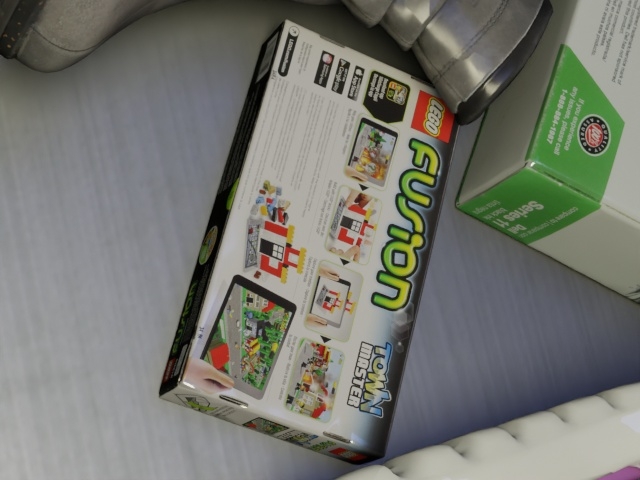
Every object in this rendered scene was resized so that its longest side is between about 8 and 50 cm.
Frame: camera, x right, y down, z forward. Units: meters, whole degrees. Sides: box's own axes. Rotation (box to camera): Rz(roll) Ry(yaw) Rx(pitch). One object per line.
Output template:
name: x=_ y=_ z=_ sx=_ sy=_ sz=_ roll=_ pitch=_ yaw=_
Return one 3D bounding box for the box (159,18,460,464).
box: x=0.000 y=0.000 z=0.731 sx=0.114 sy=0.036 sz=0.207 roll=22 pitch=67 yaw=-17

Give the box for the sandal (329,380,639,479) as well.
sandal: x=0.174 y=0.123 z=0.708 sx=0.416 sy=0.169 sz=0.102 roll=-13 pitch=77 yaw=-14

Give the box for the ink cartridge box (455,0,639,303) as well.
ink cartridge box: x=0.202 y=-0.046 z=0.806 sx=0.208 sy=0.087 sz=0.153 roll=27 pitch=65 yaw=-14

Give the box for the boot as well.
boot: x=0.009 y=-0.136 z=0.696 sx=0.223 sy=0.118 sz=0.338 roll=43 pitch=49 yaw=-7
